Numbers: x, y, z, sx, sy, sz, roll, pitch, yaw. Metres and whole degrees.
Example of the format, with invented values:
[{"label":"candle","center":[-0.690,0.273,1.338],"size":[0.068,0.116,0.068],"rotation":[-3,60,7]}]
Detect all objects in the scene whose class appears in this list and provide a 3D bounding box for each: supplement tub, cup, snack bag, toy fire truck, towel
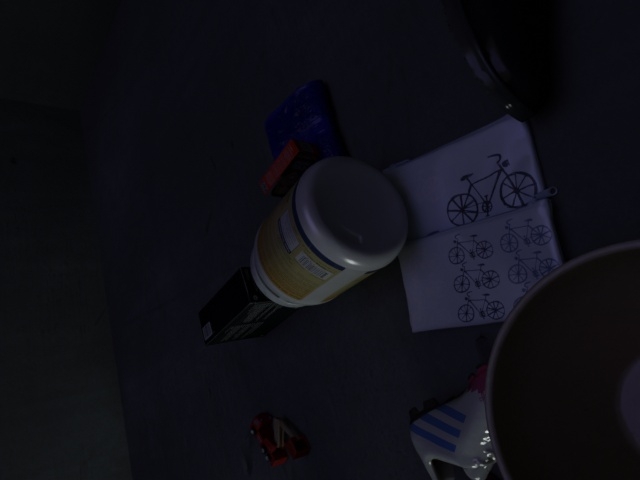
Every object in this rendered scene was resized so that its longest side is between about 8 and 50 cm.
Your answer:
[{"label":"supplement tub","center":[0.000,0.000,0.963],"size":[0.316,0.228,0.228],"rotation":[-41,60,53]},{"label":"cup","center":[0.381,0.186,0.501],"size":[0.331,0.237,0.331],"rotation":[-17,64,39]},{"label":"snack bag","center":[0.252,-0.023,0.834],"size":[0.323,0.037,0.342],"rotation":[-20,75,48]},{"label":"toy fire truck","center":[-0.113,0.517,1.255],"size":[0.192,0.047,0.135],"rotation":[45,123,40]},{"label":"towel","center":[-0.042,-0.204,1.147],"size":[0.228,0.076,0.308],"rotation":[-34,65,45]}]

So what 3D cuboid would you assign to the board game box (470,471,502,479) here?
[{"label":"board game box","center":[0.296,0.586,0.778],"size":[0.208,0.056,0.347],"rotation":[26,109,42]}]

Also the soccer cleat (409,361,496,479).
[{"label":"soccer cleat","center":[0.267,0.290,0.755],"size":[0.331,0.116,0.143],"rotation":[-56,41,44]}]

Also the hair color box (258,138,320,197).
[{"label":"hair color box","center":[-0.071,-0.161,1.079],"size":[0.141,0.072,0.043],"rotation":[-47,58,33]}]

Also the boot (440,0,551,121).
[{"label":"boot","center":[0.374,-0.428,0.620],"size":[0.445,0.146,0.367],"rotation":[-32,67,40]}]

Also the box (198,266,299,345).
[{"label":"box","center":[-0.172,0.166,1.219],"size":[0.261,0.184,0.103],"rotation":[-43,57,41]}]
